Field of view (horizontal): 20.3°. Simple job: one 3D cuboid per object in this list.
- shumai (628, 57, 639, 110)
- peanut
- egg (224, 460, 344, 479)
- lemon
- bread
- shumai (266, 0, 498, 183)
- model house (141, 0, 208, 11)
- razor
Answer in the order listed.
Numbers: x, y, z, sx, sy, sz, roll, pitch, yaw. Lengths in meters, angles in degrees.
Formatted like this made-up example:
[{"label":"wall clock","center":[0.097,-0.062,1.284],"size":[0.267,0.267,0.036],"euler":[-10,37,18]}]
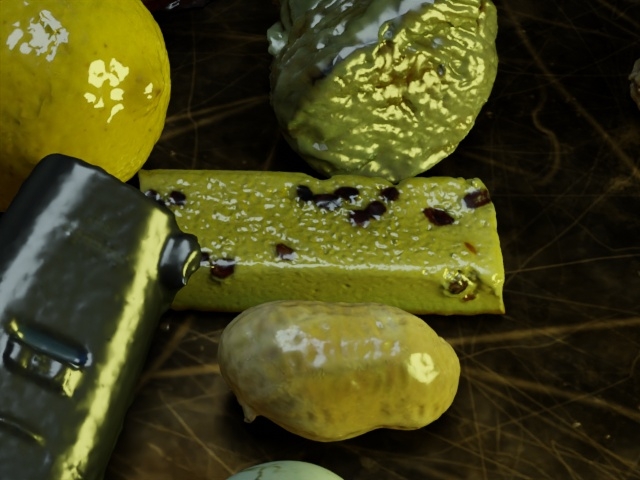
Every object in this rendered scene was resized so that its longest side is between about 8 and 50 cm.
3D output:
[{"label":"shumai","center":[0.437,-0.206,1.904],"size":[0.206,0.176,0.166],"euler":[-32,59,-32]},{"label":"peanut","center":[0.019,0.117,1.617],"size":[0.224,0.129,0.129],"euler":[1,50,-8]},{"label":"egg","center":[-0.045,0.297,1.416],"size":[0.182,0.183,0.264],"euler":[17,56,9]},{"label":"lemon","center":[-0.285,-0.150,1.726],"size":[0.310,0.253,0.253],"euler":[-3,43,31]},{"label":"bread","center":[0.000,0.000,1.743],"size":[0.361,0.077,0.138],"euler":[1,51,-6]},{"label":"shumai","center":[0.047,-0.190,1.875],"size":[0.256,0.189,0.218],"euler":[-33,41,-12]},{"label":"model house","center":[-0.203,-0.380,1.915],"size":[0.160,0.254,0.196],"euler":[-23,67,-15]},{"label":"razor","center":[-0.238,0.094,1.561],"size":[0.189,0.107,0.327],"euler":[30,67,-15]}]
